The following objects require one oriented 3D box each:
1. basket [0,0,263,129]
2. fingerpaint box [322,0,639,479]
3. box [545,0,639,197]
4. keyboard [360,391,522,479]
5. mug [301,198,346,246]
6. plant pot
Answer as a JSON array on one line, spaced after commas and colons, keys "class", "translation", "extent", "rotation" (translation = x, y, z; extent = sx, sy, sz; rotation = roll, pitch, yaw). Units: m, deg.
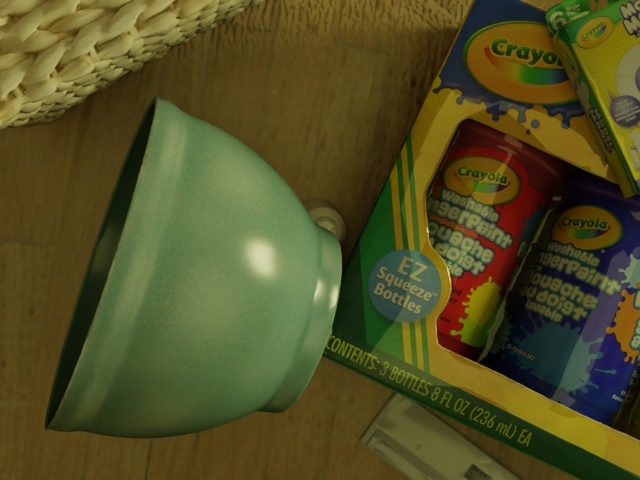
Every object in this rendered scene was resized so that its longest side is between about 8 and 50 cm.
[{"class": "basket", "translation": [-0.197, -0.275, 0.712], "extent": [0.328, 0.331, 0.267], "rotation": [-31, 103, -5]}, {"class": "fingerpaint box", "translation": [0.266, 0.028, 0.829], "extent": [0.444, 0.163, 0.371], "rotation": [26, 90, 3]}, {"class": "box", "translation": [0.272, -0.139, 0.736], "extent": [0.105, 0.043, 0.179], "rotation": [-24, 83, -2]}, {"class": "keyboard", "translation": [0.164, 0.263, 0.938], "extent": [0.256, 0.014, 0.072], "rotation": [37, 82, -4]}, {"class": "mug", "translation": [0.002, -0.003, 0.880], "extent": [0.062, 0.064, 0.078], "rotation": [-26, 97, -6]}, {"class": "plant pot", "translation": [-0.101, 0.044, 0.769], "extent": [0.196, 0.293, 0.293], "rotation": [18, 91, -17]}]
